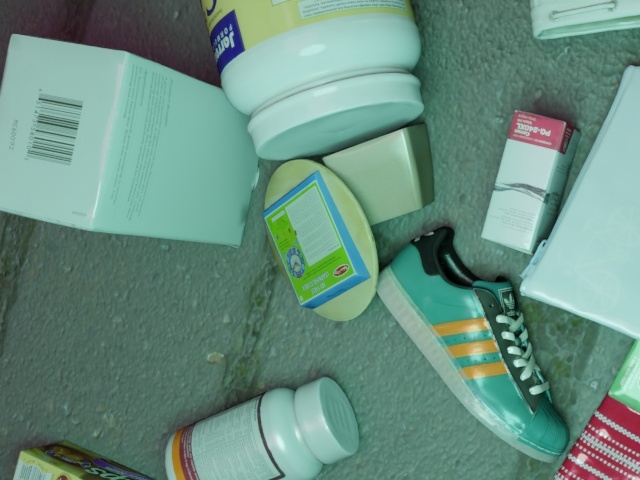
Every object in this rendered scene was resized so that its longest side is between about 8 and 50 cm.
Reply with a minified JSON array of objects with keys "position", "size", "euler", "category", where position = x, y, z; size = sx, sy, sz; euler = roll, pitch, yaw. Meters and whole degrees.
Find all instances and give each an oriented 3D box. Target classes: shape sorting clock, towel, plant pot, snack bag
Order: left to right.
[{"position":[0.000,0.000,1.366],"size":[0.206,0.040,0.206],"euler":[28,126,46],"category":"shape sorting clock"},{"position":[0.081,-0.076,1.353],"size":[0.109,0.109,0.096],"euler":[-19,92,20],"category":"plant pot"},{"position":[0.344,0.329,1.271],"size":[0.199,0.031,0.274],"euler":[33,100,20],"category":"towel"},{"position":[0.424,-0.022,1.183],"size":[0.343,0.037,0.323],"euler":[23,74,19],"category":"snack bag"}]

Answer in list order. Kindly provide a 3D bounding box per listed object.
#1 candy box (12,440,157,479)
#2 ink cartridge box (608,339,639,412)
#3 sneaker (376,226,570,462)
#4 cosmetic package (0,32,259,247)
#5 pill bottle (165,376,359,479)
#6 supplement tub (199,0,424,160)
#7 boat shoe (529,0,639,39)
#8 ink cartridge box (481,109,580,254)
[{"position":[-0.296,0.325,1.482],"size":[0.187,0.109,0.053],"euler":[17,94,22],"category":"candy box"},{"position":[0.443,0.148,1.204],"size":[0.212,0.093,0.154],"euler":[29,99,22],"category":"ink cartridge box"},{"position":[0.194,0.113,1.296],"size":[0.121,0.108,0.302],"euler":[-47,72,18],"category":"sneaker"},{"position":[-0.212,-0.104,1.325],"size":[0.155,0.365,0.196],"euler":[12,90,20],"category":"cosmetic package"},{"position":[-0.071,0.254,1.388],"size":[0.221,0.121,0.121],"euler":[-25,79,18],"category":"pill bottle"},{"position":[-0.019,-0.282,1.322],"size":[0.241,0.241,0.331],"euler":[-18,81,20],"category":"supplement tub"},{"position":[0.400,-0.243,1.213],"size":[0.367,0.136,0.156],"euler":[6,90,25],"category":"boat shoe"},{"position":[0.240,-0.063,1.282],"size":[0.063,0.109,0.150],"euler":[17,94,20],"category":"ink cartridge box"}]
